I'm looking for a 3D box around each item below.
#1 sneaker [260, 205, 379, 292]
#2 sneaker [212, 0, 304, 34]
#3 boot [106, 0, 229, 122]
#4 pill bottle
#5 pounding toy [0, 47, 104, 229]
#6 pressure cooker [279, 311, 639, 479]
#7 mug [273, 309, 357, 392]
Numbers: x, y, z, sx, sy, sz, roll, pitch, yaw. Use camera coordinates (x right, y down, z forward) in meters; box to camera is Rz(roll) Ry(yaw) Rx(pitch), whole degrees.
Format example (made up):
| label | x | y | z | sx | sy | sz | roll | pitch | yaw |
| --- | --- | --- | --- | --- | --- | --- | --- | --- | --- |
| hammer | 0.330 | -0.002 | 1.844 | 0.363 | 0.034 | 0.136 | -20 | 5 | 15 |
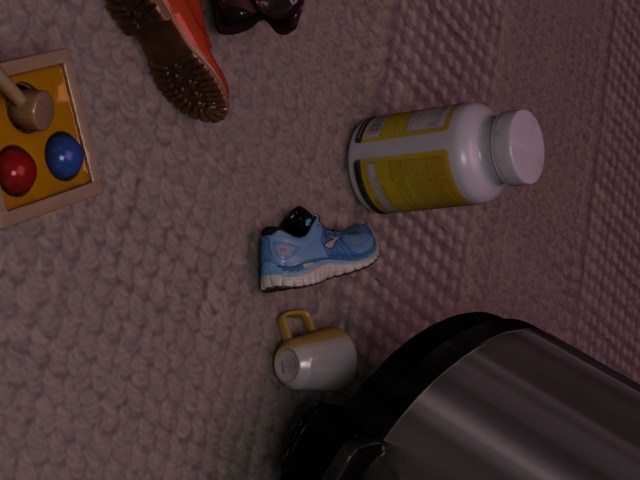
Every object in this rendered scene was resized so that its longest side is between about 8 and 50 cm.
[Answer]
| label | x | y | z | sx | sy | sz | roll | pitch | yaw |
| --- | --- | --- | --- | --- | --- | --- | --- | --- | --- |
| sneaker | 0.000 | 0.000 | 1.341 | 0.162 | 0.063 | 0.073 | -17 | 97 | -55 |
| sneaker | -0.082 | -0.275 | 1.209 | 0.281 | 0.106 | 0.163 | 38 | 51 | -47 |
| boot | -0.115 | -0.177 | 1.206 | 0.158 | 0.059 | 0.085 | 60 | 37 | -30 |
| pill bottle | 0.127 | -0.084 | 1.426 | 0.103 | 0.184 | 0.103 | 9 | 79 | -54 |
| pounding toy | -0.225 | -0.084 | 0.995 | 0.130 | 0.100 | 0.141 | -27 | 108 | -54 |
| pressure cooker | 0.177 | 0.269 | 1.280 | 0.375 | 0.420 | 0.370 | -36 | 139 | -29 |
| mug | -0.014 | 0.110 | 1.323 | 0.064 | 0.078 | 0.062 | -2 | 120 | -47 |
